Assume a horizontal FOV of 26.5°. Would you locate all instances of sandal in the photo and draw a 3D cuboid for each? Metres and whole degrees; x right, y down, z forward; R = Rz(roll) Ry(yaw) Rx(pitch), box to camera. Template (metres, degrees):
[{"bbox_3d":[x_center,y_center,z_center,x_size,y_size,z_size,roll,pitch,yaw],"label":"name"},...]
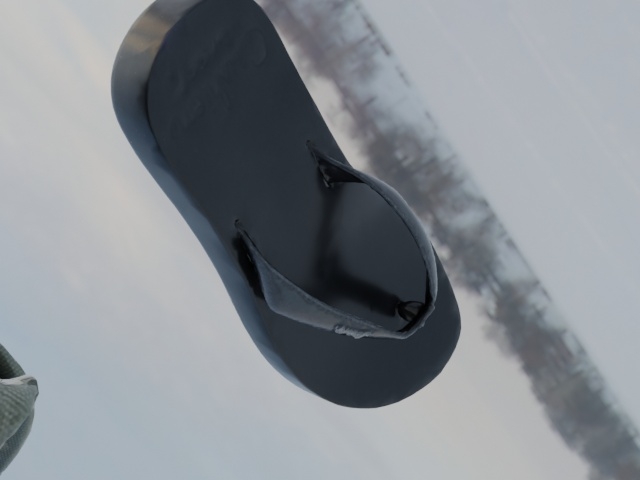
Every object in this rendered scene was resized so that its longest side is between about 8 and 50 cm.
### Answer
[{"bbox_3d":[-0.001,0.000,0.582,0.054,0.097,0.254,18,159,40],"label":"sandal"}]

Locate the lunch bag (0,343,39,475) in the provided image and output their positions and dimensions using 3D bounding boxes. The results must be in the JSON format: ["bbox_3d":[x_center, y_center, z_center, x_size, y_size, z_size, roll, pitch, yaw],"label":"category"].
[{"bbox_3d":[-0.220,0.051,0.409,0.235,0.169,0.287,31,167,-7],"label":"lunch bag"}]
